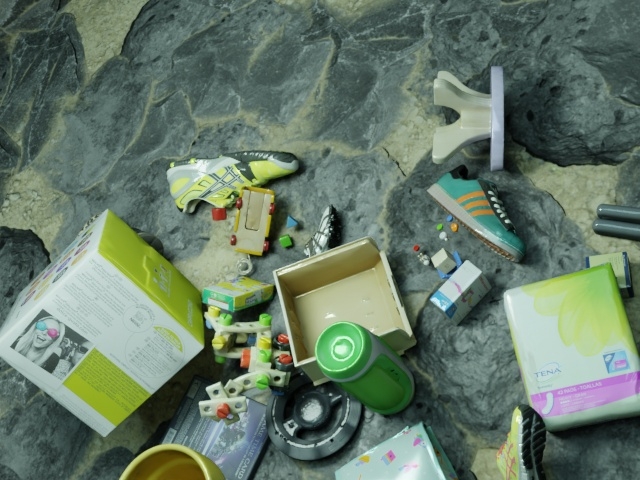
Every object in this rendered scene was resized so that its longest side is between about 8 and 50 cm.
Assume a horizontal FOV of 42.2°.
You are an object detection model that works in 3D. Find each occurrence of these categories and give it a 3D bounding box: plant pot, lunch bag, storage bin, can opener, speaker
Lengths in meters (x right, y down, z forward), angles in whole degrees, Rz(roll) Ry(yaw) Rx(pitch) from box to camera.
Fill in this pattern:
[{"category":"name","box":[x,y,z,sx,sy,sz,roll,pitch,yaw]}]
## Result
[{"category":"plant pot","box":[-0.280,0.590,1.788,0.254,0.239,0.254,-13,59,22]},{"category":"lunch bag","box":[0.171,0.518,1.643,0.223,0.160,0.262,-32,59,9]},{"category":"storage bin","box":[0.055,0.158,1.900,0.260,0.123,0.262,-21,52,6]},{"category":"can opener","box":[0.706,-0.035,1.717,0.280,0.093,0.074,9,69,36]},{"category":"speaker","box":[0.098,0.270,1.729,0.131,0.296,0.131,-13,59,21]}]

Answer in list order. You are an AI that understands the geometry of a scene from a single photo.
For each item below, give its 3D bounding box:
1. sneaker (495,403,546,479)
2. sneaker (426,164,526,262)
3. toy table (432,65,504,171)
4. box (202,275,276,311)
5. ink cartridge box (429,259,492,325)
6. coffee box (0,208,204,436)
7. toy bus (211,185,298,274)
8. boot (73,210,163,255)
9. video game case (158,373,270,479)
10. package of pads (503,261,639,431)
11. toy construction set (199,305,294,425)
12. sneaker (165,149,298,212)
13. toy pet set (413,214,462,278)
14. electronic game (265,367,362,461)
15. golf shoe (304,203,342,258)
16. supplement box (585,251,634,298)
[{"category":"sneaker","box":[0.375,0.410,1.596,0.094,0.081,0.208,12,111,47]},{"category":"sneaker","box":[0.375,-0.073,1.895,0.121,0.108,0.302,-46,51,3]},{"category":"toy table","box":[0.351,-0.291,1.962,0.161,0.252,0.274,1,51,11]},{"category":"box","box":[-0.197,0.129,2.066,0.105,0.179,0.043,14,108,33]},{"category":"ink cartridge box","box":[0.312,0.116,1.834,0.122,0.088,0.052,-47,52,-3]},{"category":"coffee box","box":[-0.509,0.185,1.981,0.334,0.338,0.337,-43,20,6]},{"category":"toy bus","box":[-0.175,-0.045,2.170,0.202,0.191,0.104,-34,10,6]},{"category":"boot","box":[-0.600,0.110,2.290,0.284,0.138,0.377,31,97,46]},{"category":"video game case","box":[-0.241,0.452,1.979,0.274,0.026,0.196,16,72,32]},{"category":"package of pads","box":[0.502,0.215,1.640,0.229,0.101,0.296,-17,71,19]},{"category":"toy construction set","box":[-0.174,0.275,1.903,0.215,0.151,0.327,10,33,-7]},{"category":"sneaker","box":[-0.234,-0.166,2.276,0.385,0.145,0.147,-8,91,21]},{"category":"toy pet set","box":[0.291,0.027,1.915,0.122,0.065,0.114,-43,34,20]},{"category":"electronic game","box":[-0.016,0.387,1.881,0.229,0.048,0.229,-10,55,15]},{"category":"golf shoe","box":[0.000,0.000,2.072,0.094,0.077,0.198,-6,60,25]},{"category":"supplement box","box":[0.601,0.076,1.725,0.083,0.056,0.083,-9,60,24]}]
